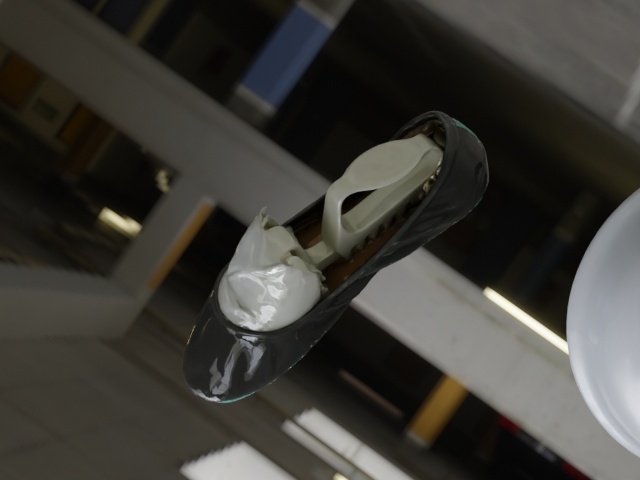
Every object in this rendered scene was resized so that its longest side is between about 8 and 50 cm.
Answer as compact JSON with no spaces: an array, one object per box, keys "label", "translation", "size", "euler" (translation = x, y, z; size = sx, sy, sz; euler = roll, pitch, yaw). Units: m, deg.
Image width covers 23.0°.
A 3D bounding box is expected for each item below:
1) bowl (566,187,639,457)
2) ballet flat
[{"label":"bowl","translation":[0.356,0.082,1.270],"size":[0.298,0.298,0.134],"euler":[35,-168,-10]},{"label":"ballet flat","translation":[0.000,0.000,1.140],"size":[0.095,0.280,0.096],"euler":[43,169,33]}]
